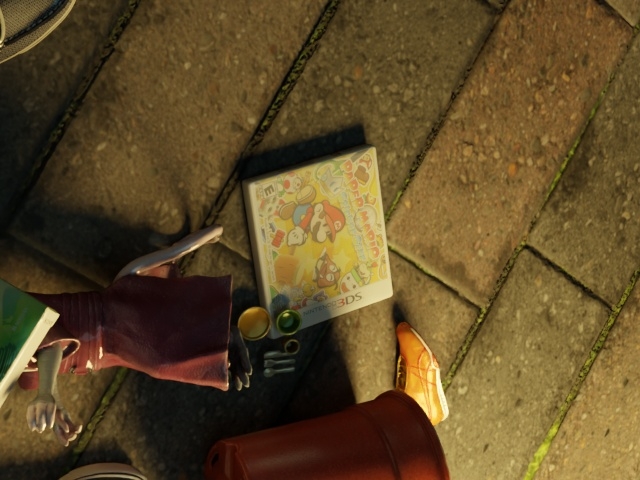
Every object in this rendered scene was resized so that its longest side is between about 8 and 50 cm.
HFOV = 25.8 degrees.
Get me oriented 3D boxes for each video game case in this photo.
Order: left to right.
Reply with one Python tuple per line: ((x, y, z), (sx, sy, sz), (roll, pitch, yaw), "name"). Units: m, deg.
((0.000, 0.000, 1.920), (0.206, 0.026, 0.227), (-18, 111, -29), "video game case")

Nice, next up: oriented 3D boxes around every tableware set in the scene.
((-0.098, 0.141, 1.872), (0.154, 0.024, 0.104), (-4, 106, -20), "tableware set")

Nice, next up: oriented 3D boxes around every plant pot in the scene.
((-0.003, 0.352, 1.878), (0.265, 0.272, 0.272), (-5, 104, -24), "plant pot")

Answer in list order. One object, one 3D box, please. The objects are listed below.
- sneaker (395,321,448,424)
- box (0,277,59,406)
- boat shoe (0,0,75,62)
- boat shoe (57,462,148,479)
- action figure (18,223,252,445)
((0.138, 0.201, 2.040), (0.067, 0.064, 0.175), (-23, 111, -16), "sneaker")
((-0.477, 0.094, 1.495), (0.322, 0.058, 0.232), (30, 83, 4), "box")
((-0.391, -0.225, 1.526), (0.340, 0.158, 0.127), (-32, 117, -23), "boat shoe")
((-0.337, 0.365, 1.739), (0.301, 0.102, 0.108), (-13, 108, -30), "boat shoe")
((-0.272, 0.098, 1.644), (0.370, 0.248, 0.276), (2, 79, -20), "action figure")
